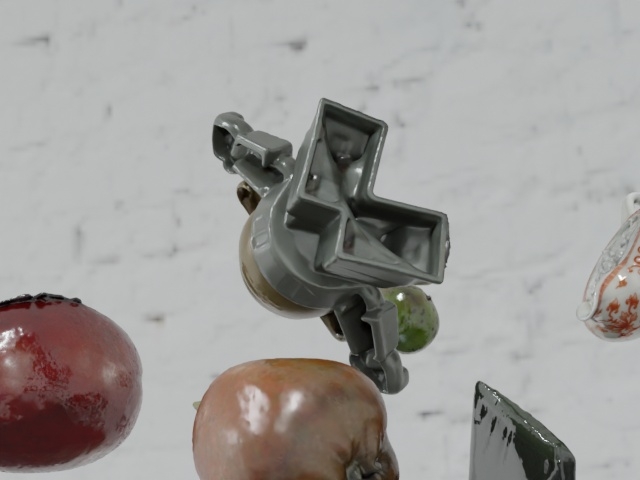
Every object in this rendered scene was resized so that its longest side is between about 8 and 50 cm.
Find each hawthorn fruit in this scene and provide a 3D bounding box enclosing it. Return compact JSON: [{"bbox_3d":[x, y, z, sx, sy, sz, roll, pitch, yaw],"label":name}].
[{"bbox_3d":[-0.042,0.198,1.527,0.199,0.199,0.251,11,7,-42],"label":"hawthorn fruit"}]

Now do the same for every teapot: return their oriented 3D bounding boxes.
[{"bbox_3d":[0.340,0.027,1.688,0.116,0.245,0.159,20,-58,1],"label":"teapot"}]

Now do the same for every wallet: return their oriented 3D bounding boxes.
[{"bbox_3d":[0.189,0.268,1.517,0.052,0.245,0.168,-11,26,-22],"label":"wallet"}]

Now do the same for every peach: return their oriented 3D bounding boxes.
[{"bbox_3d":[-0.372,0.224,2.172,0.257,0.201,0.361,-34,-31,23],"label":"peach"}]

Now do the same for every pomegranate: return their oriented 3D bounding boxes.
[{"bbox_3d":[0.108,0.127,2.343,0.142,0.114,0.114,-43,-21,3],"label":"pomegranate"}]

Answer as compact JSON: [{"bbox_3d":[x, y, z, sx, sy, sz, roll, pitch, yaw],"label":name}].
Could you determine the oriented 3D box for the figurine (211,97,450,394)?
[{"bbox_3d":[-0.002,0.000,1.700,0.167,0.343,0.285,-7,-18,-25],"label":"figurine"}]
